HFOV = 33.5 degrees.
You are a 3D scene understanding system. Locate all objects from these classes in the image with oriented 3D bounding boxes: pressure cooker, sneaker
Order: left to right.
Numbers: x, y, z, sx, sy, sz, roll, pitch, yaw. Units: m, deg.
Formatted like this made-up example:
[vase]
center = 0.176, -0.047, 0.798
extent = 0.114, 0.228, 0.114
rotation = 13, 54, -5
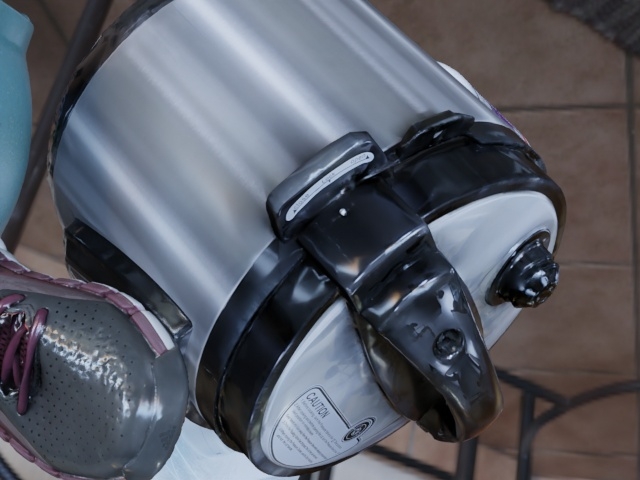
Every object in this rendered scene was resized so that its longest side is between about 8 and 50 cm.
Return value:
[sneaker]
center = -0.208, 0.050, 0.559
extent = 0.281, 0.106, 0.162
rotation = 20, -176, 41
[pressure cooker]
center = 0.004, -0.005, 0.929
extent = 0.370, 0.420, 0.375
rotation = -10, 139, -46

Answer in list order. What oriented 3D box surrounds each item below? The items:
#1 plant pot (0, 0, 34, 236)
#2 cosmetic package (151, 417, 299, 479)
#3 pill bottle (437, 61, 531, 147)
[plant pot]
center = -0.344, -0.128, 0.822
extent = 0.293, 0.196, 0.293
rotation = 29, 179, 1
[cosmetic package]
center = -0.172, 0.237, 1.316
extent = 0.225, 0.224, 0.138
rotation = -8, 146, -25
[pill bottle]
center = 0.142, -0.111, 1.326
extent = 0.181, 0.181, 0.323
rotation = -7, 164, 28
